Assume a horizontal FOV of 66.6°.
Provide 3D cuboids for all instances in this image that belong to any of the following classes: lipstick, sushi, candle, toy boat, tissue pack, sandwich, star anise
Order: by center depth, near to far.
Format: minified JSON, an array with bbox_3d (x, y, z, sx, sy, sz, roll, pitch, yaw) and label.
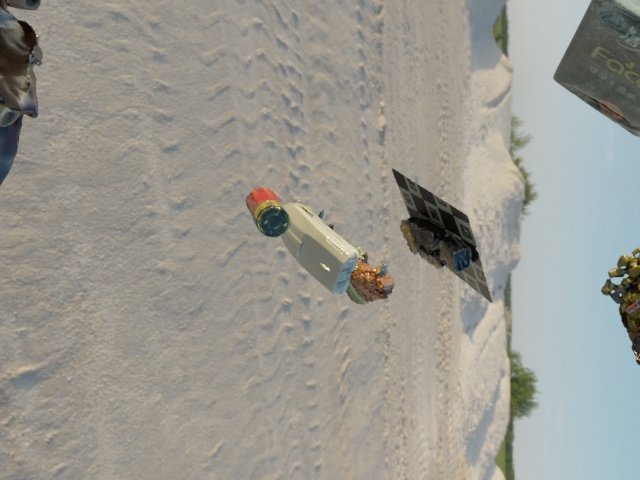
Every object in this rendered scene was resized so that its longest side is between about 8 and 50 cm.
[{"bbox_3d":[-0.245,-0.167,0.340,0.088,0.288,0.287,-8,100,-37],"label":"star anise"},{"bbox_3d":[-0.085,-0.049,0.753,0.130,0.052,0.051,-128,-156,-61],"label":"candle"},{"bbox_3d":[0.179,0.000,0.809,0.192,0.051,0.215,62,-8,-33],"label":"sushi"},{"bbox_3d":[0.569,-0.328,0.877,0.103,0.228,0.316,-49,165,3],"label":"tissue pack"},{"bbox_3d":[0.697,0.123,1.038,0.107,0.025,0.025,-54,-173,39],"label":"lipstick"},{"bbox_3d":[0.800,0.133,1.159,0.166,0.179,0.296,-123,-139,-54],"label":"sushi"},{"bbox_3d":[-0.002,0.004,1.195,0.269,0.141,0.140,52,-8,41],"label":"toy boat"},{"bbox_3d":[0.141,0.108,1.358,0.109,0.160,0.184,-61,146,-25],"label":"sandwich"}]
